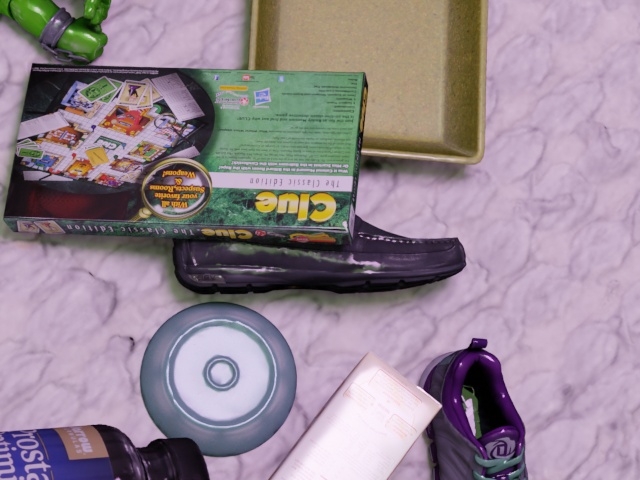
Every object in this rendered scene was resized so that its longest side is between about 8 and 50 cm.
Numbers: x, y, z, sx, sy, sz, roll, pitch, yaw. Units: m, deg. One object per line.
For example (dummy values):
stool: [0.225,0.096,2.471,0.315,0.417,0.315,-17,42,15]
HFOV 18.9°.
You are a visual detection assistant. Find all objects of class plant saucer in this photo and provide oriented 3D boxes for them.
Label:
plant saucer: [0.035,-0.150,1.514,0.188,0.045,0.188,5,75,-8]
plant saucer: [-0.075,0.102,1.441,0.119,0.021,0.119,2,75,-8]

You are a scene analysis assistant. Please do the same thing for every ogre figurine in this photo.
ogre figurine: [-0.215,-0.235,1.457,0.118,0.197,0.097,10,45,11]

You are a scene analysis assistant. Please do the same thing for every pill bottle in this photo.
pill bottle: [-0.192,0.191,1.337,0.219,0.123,0.122,-3,75,-23]

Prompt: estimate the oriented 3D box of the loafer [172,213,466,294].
loafer: [0.000,0.000,1.451,0.223,0.076,0.078,0,83,-5]

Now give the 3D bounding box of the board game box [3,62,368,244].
board game box: [-0.099,-0.066,1.434,0.260,0.030,0.136,3,63,9]

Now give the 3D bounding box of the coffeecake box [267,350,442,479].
coffeecake box: [-0.005,0.182,1.366,0.068,0.142,0.185,38,73,3]

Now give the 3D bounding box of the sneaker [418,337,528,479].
sneaker: [0.122,0.185,1.409,0.083,0.098,0.223,-12,77,-12]
